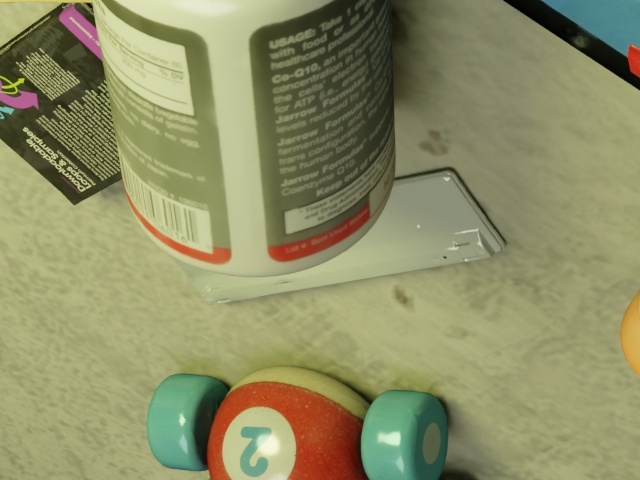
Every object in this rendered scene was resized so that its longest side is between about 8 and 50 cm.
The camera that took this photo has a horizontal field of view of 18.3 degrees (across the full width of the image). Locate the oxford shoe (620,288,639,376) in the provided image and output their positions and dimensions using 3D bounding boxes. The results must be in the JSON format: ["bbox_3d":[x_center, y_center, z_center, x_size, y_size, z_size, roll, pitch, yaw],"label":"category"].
[{"bbox_3d":[0.358,0.078,1.114,0.364,0.130,0.132,20,129,-1],"label":"oxford shoe"}]

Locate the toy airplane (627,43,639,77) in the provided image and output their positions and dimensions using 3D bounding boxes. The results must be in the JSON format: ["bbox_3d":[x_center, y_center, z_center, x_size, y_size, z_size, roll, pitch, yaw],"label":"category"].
[{"bbox_3d":[0.219,-0.049,1.028,0.151,0.028,0.151,33,175,3],"label":"toy airplane"}]

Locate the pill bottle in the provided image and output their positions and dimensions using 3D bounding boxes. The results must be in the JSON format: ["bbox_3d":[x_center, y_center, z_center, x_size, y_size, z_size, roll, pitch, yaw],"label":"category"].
[{"bbox_3d":[-0.041,-0.128,1.070,0.161,0.161,0.283,14,141,15],"label":"pill bottle"}]

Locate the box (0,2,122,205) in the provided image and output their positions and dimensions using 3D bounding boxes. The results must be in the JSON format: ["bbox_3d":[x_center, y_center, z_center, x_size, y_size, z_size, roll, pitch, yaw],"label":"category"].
[{"bbox_3d":[-0.152,-0.092,1.284,0.116,0.029,0.162,44,138,-20],"label":"box"}]

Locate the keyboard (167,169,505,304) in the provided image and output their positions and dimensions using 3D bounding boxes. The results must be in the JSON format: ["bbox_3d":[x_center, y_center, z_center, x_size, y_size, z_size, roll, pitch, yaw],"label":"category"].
[{"bbox_3d":[0.000,0.000,1.320,0.256,0.014,0.072,-11,124,38],"label":"keyboard"}]

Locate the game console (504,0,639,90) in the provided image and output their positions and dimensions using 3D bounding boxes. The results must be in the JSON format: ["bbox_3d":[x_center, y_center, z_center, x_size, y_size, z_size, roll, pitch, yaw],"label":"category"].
[{"bbox_3d":[0.170,-0.119,0.961,0.293,0.250,0.173,31,116,-7],"label":"game console"}]

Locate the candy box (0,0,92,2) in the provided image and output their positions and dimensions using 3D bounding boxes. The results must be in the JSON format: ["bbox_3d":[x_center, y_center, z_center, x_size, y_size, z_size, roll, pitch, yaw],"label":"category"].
[{"bbox_3d":[-0.163,-0.219,1.123,0.109,0.053,0.186,4,136,26],"label":"candy box"}]

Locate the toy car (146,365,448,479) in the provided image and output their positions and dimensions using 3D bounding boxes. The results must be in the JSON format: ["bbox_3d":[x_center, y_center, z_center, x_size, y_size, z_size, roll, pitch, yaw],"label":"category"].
[{"bbox_3d":[-0.030,0.235,1.423,0.219,0.238,0.210,2,136,28],"label":"toy car"}]
